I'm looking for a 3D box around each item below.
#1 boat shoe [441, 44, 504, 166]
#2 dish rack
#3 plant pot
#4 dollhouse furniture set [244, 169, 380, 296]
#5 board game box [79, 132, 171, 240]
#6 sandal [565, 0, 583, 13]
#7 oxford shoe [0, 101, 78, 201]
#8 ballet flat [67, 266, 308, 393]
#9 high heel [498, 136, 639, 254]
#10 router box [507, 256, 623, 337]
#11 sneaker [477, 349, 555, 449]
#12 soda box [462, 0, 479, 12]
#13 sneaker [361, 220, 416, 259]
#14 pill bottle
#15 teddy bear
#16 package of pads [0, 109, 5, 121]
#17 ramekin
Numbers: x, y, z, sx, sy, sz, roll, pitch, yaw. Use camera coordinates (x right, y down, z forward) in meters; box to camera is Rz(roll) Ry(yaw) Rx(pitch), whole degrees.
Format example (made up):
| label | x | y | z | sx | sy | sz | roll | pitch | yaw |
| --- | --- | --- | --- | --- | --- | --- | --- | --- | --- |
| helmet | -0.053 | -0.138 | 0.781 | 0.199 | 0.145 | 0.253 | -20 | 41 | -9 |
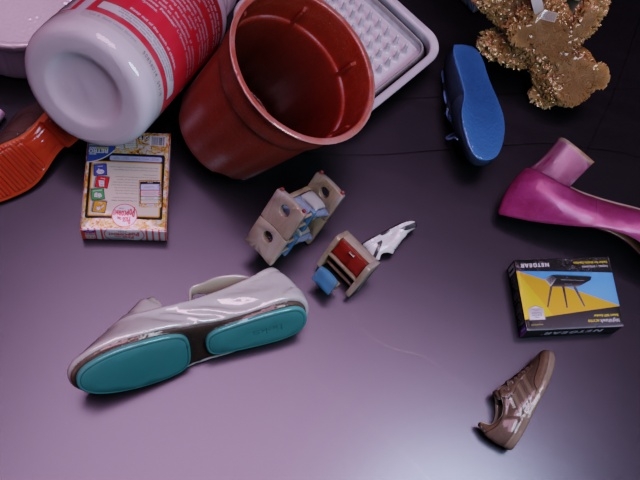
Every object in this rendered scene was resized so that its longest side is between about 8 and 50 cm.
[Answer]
| label | x | y | z | sx | sy | sz | roll | pitch | yaw |
| --- | --- | --- | --- | --- | --- | --- | --- | --- | --- |
| boat shoe | 0.285 | -0.245 | 1.762 | 0.109 | 0.089 | 0.258 | 9 | 60 | -18 |
| dish rack | 0.028 | -0.385 | 1.794 | 0.285 | 0.072 | 0.333 | -41 | 77 | -22 |
| plant pot | -0.093 | -0.240 | 1.581 | 0.272 | 0.265 | 0.273 | 13 | 66 | -30 |
| dollhouse furniture set | 0.000 | 0.000 | 1.565 | 0.183 | 0.129 | 0.129 | 45 | 37 | 13 |
| board game box | -0.338 | -0.097 | 1.635 | 0.146 | 0.045 | 0.194 | 2 | 66 | -7 |
| sandal | 0.522 | -0.511 | 1.924 | 0.180 | 0.049 | 0.072 | -34 | 75 | -19 |
| oxford shoe | -0.520 | -0.163 | 1.633 | 0.271 | 0.097 | 0.098 | -41 | 44 | -14 |
| ballet flat | -0.218 | 0.137 | 1.520 | 0.400 | 0.139 | 0.139 | -16 | 70 | -18 |
| high heel | 0.508 | -0.002 | 1.691 | 0.377 | 0.127 | 0.181 | 42 | 90 | 10 |
| router box | 0.431 | 0.099 | 1.651 | 0.178 | 0.046 | 0.133 | -2 | 67 | -9 |
| sneaker | 0.329 | 0.252 | 1.561 | 0.071 | 0.066 | 0.188 | 29 | 66 | 6 |
| soda box | 0.367 | -0.536 | 1.905 | 0.183 | 0.063 | 0.058 | -30 | 66 | -18 |
| sneaker | 0.127 | 0.000 | 1.664 | 0.109 | 0.040 | 0.044 | -28 | 89 | -14 |
| pill bottle | -0.303 | -0.361 | 1.609 | 0.229 | 0.229 | 0.408 | 25 | 45 | 4 |
| teddy bear | 0.407 | -0.406 | 1.748 | 0.338 | 0.245 | 0.113 | 34 | 24 | -18 |
| package of pads | -0.602 | -0.206 | 1.656 | 0.050 | 0.032 | 0.083 | 30 | 66 | 3 |
| ramekin | -0.542 | -0.431 | 1.704 | 0.277 | 0.135 | 0.277 | 3 | 67 | -7 |
